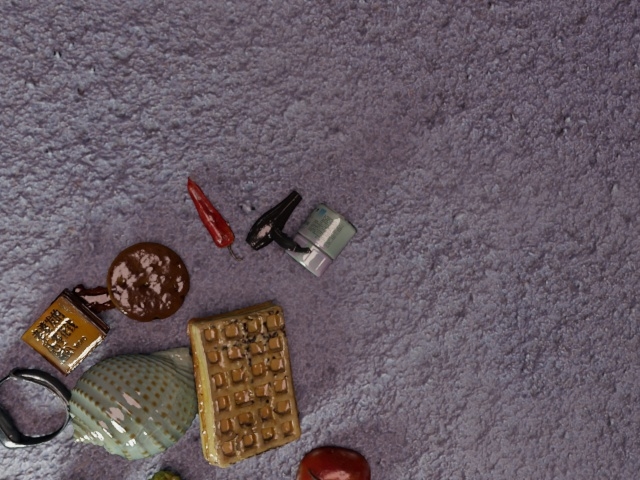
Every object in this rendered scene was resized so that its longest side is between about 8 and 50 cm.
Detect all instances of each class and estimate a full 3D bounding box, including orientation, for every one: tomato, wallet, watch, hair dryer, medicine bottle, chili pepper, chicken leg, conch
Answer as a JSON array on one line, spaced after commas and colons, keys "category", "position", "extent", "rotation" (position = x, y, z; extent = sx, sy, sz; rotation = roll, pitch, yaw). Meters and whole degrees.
[{"category": "tomato", "position": [0.043, 0.699, 1.473], "extent": [0.227, 0.101, 0.228], "rotation": [-1, 96, -9]}, {"category": "wallet", "position": [-0.649, 0.238, 1.328], "extent": [0.195, 0.042, 0.161], "rotation": [-42, 97, 15]}, {"category": "watch", "position": [-0.743, 0.422, 1.336], "extent": [0.193, 0.068, 0.206], "rotation": [-29, 101, -11]}, {"category": "hair dryer", "position": [-0.079, -0.024, 1.373], "extent": [0.195, 0.219, 0.075], "rotation": [-47, 137, -9]}, {"category": "medicine bottle", "position": [0.000, 0.000, 1.417], "extent": [0.135, 0.135, 0.168], "rotation": [37, 85, -10]}, {"category": "chili pepper", "position": [-0.288, -0.054, 1.405], "extent": [0.059, 0.050, 0.268], "rotation": [-29, 96, 8]}, {"category": "chicken leg", "position": [-0.562, 0.140, 1.363], "extent": [0.219, 0.048, 0.090], "rotation": [-17, 98, -9]}, {"category": "conch", "position": [-0.449, 0.418, 1.319], "extent": [0.319, 0.215, 0.303], "rotation": [-30, 108, -7]}]

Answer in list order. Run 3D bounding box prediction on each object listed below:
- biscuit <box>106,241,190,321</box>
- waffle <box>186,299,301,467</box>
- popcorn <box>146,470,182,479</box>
[{"category": "biscuit", "position": [-0.445, 0.108, 1.366], "extent": [0.212, 0.036, 0.212], "rotation": [0, 90, -27]}, {"category": "waffle", "position": [-0.202, 0.365, 1.367], "extent": [0.261, 0.114, 0.376], "rotation": [-10, 93, -30]}, {"category": "popcorn", "position": [-0.414, 0.685, 1.377], "extent": [0.125, 0.126, 0.145], "rotation": [25, 65, -35]}]
